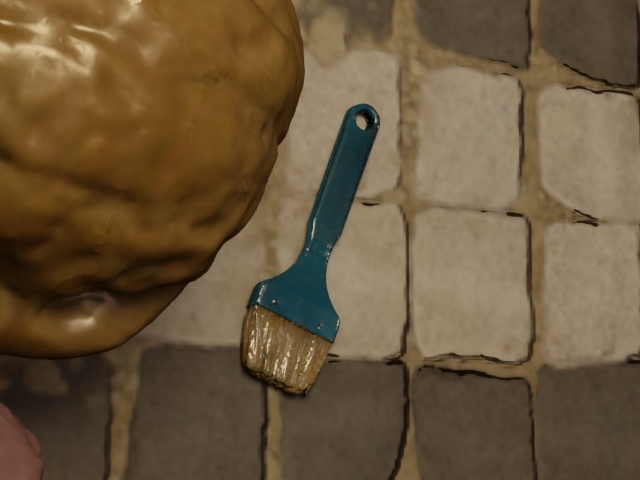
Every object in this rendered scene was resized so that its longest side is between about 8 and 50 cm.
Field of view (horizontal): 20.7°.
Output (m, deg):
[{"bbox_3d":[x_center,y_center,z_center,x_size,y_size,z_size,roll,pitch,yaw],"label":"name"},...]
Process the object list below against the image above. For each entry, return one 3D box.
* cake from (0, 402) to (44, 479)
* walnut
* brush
[{"bbox_3d":[-0.281,0.121,0.613,0.230,0.237,0.309,46,68,-18],"label":"cake"},{"bbox_3d":[-0.141,-0.075,0.734,0.257,0.224,0.257,3,84,-25],"label":"walnut"},{"bbox_3d":[0.000,0.000,0.922,0.051,0.014,0.164,29,69,-24],"label":"brush"}]
